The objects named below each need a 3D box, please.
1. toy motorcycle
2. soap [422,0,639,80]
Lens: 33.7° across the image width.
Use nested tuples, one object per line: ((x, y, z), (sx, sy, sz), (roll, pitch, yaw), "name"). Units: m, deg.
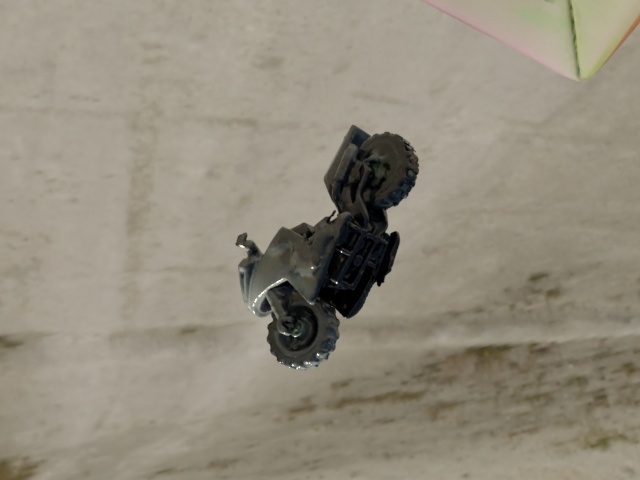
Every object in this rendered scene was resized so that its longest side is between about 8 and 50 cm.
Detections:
((0.000, 0.000, 1.138), (0.159, 0.271, 0.106), (26, 180, 42), "toy motorcycle")
((0.102, -0.194, 0.395), (0.138, 0.199, 0.182), (26, 169, 2), "soap")
